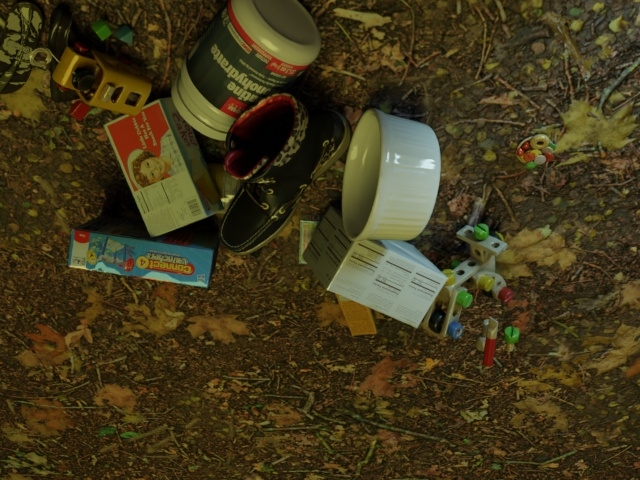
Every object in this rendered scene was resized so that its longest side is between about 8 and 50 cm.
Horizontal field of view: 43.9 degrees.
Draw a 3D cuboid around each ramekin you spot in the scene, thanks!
[{"bbox_3d":[0.146,-0.129,1.662,0.135,0.277,0.277,6,136,-13],"label":"ramekin"}]

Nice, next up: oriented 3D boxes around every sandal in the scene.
[{"bbox_3d":[-0.618,-0.390,1.601,0.090,0.060,0.219,19,120,-23],"label":"sandal"}]

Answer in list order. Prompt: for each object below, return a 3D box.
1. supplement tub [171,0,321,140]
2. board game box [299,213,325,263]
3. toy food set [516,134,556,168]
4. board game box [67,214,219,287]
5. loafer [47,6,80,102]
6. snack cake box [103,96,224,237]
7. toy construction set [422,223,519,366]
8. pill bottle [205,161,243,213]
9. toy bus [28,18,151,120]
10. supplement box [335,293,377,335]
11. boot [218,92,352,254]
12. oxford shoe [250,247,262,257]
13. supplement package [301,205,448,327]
[{"bbox_3d":[-0.146,-0.338,1.517,0.191,0.191,0.272,29,130,-24],"label":"supplement tub"},{"bbox_3d":[0.000,0.000,1.974,0.103,0.026,0.154,4,136,0],"label":"board game box"},{"bbox_3d":[0.472,-0.195,1.741,0.083,0.020,0.082,-29,127,29],"label":"toy food set"},{"bbox_3d":[-0.393,0.019,1.837,0.302,0.308,0.086,9,97,-5],"label":"board game box"},{"bbox_3d":[-0.504,-0.373,1.600,0.078,0.080,0.220,1,142,-15],"label":"loafer"},{"bbox_3d":[-0.334,-0.156,1.700,0.152,0.089,0.264,-19,97,24],"label":"snack cake box"},{"bbox_3d":[0.362,0.106,1.876,0.257,0.309,0.237,-11,129,-11],"label":"toy construction set"},{"bbox_3d":[-0.202,-0.116,1.804,0.208,0.117,0.117,4,136,1],"label":"pill bottle"},{"bbox_3d":[-0.435,-0.314,1.568,0.202,0.104,0.191,-31,146,-17],"label":"toy bus"},{"bbox_3d":[0.090,0.152,2.090,0.080,0.078,0.233,-10,134,14],"label":"supplement box"},{"bbox_3d":[-0.114,-0.130,1.582,0.377,0.138,0.284,-45,165,11],"label":"boot"},{"bbox_3d":[-0.176,-0.014,1.887,0.096,0.083,0.227,20,161,-6],"label":"oxford shoe"},{"bbox_3d":[0.122,0.061,1.861,0.262,0.204,0.145,25,102,-26],"label":"supplement package"}]
